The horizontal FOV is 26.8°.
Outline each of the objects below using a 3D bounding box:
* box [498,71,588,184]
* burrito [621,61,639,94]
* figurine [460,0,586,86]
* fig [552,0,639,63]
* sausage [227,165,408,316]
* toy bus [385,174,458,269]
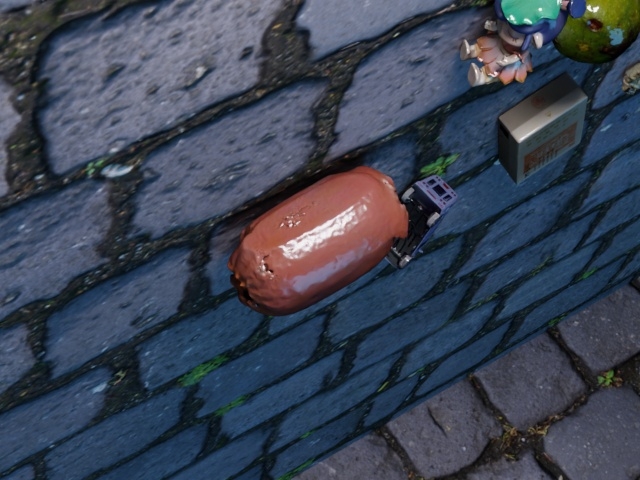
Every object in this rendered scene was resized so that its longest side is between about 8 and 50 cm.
[{"bbox_3d":[0.362,-0.181,2.200,0.141,0.058,0.201,-33,162,-5],"label":"box"},{"bbox_3d":[0.590,-0.305,2.316,0.171,0.042,0.051,-26,157,-17],"label":"burrito"},{"bbox_3d":[0.257,-0.283,1.729,0.102,0.111,0.195,-8,156,-19],"label":"figurine"},{"bbox_3d":[0.386,-0.324,1.851,0.123,0.123,0.156,107,4,-62],"label":"fig"},{"bbox_3d":[0.000,0.000,1.886,0.280,0.152,0.152,-29,161,-18],"label":"sausage"},{"bbox_3d":[0.156,-0.028,2.199,0.076,0.073,0.167,-32,163,-42],"label":"toy bus"}]
